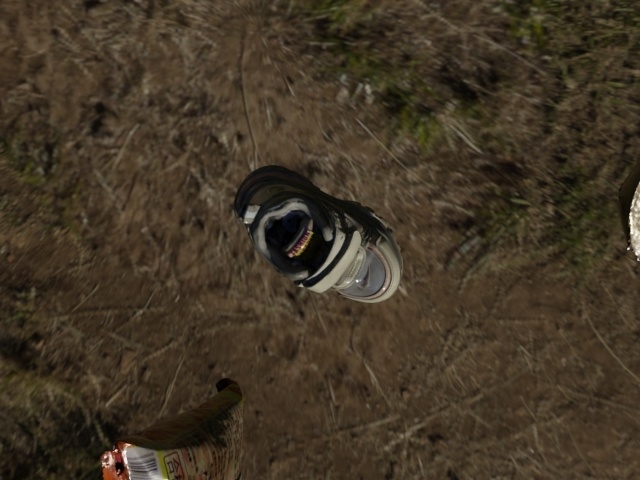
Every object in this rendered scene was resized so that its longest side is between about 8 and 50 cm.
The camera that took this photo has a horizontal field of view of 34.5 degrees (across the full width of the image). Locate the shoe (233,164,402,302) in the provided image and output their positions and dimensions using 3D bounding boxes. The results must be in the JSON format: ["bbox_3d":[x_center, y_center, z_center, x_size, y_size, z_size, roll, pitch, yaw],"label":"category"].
[{"bbox_3d":[0.000,0.000,0.959,0.180,0.092,0.089,33,103,-6],"label":"shoe"}]

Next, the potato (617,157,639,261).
[{"bbox_3d":[0.205,-0.032,0.657,0.037,0.036,0.093,-3,119,-17],"label":"potato"}]

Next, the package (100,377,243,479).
[{"bbox_3d":[-0.156,0.286,1.108,0.108,0.288,0.223,16,102,24],"label":"package"}]
